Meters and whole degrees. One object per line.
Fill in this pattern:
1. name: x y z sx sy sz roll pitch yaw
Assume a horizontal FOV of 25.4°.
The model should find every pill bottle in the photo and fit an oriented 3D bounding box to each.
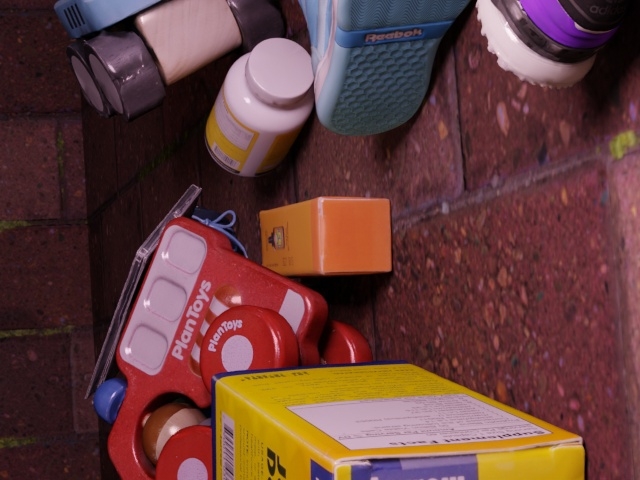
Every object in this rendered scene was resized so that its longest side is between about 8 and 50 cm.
1. pill bottle: -0.065 -0.152 1.604 0.184 0.103 0.103 126 138 -62

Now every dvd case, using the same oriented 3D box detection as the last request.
1. dvd case: -0.200 0.061 1.604 0.221 0.018 0.164 -65 -3 33

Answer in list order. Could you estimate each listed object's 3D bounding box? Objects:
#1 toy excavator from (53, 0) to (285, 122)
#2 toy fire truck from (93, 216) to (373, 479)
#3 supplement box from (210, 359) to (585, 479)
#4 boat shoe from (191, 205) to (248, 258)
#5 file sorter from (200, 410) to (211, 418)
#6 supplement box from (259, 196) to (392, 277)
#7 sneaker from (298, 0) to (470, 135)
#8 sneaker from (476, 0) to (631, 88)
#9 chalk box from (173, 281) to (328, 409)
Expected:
1. toy excavator: -0.276 -0.395 1.768 0.445 0.222 0.433 65 165 -13
2. toy fire truck: -0.113 0.153 1.443 0.254 0.169 0.302 26 97 35
3. supplement box: 0.045 0.224 1.148 0.356 0.194 0.195 -166 74 -72
4. boat shoe: -0.169 -0.003 1.954 0.258 0.109 0.089 -159 71 -69
5. file sorter: -0.095 0.252 1.733 0.104 0.118 0.170 112 151 -62
6. supplement box: 0.000 0.000 1.462 0.233 0.080 0.078 174 95 -71
7. sneaker: 0.043 -0.257 1.215 0.319 0.127 0.208 116 146 -55
8. sneaker: 0.149 -0.259 0.939 0.146 0.102 0.293 123 136 -55
9. chalk box: -0.109 0.117 1.592 0.132 0.213 0.132 -178 88 -74
